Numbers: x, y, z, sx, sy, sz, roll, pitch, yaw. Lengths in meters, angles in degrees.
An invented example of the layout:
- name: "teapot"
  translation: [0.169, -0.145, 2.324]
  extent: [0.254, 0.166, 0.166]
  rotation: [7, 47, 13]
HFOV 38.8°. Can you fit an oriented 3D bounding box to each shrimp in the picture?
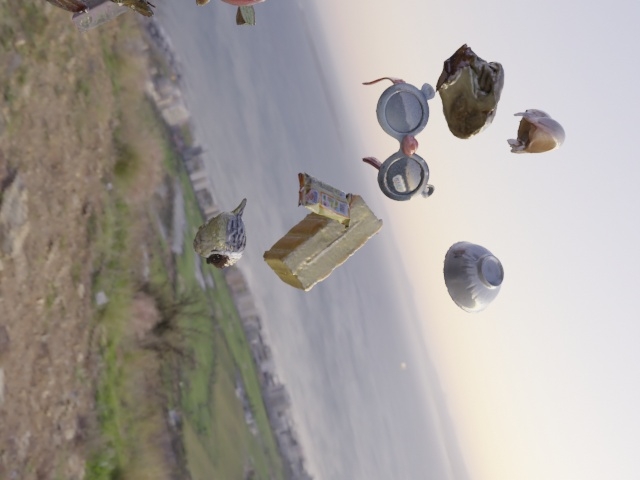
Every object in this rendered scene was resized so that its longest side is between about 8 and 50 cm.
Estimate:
- name: "shrimp"
  translation: [-0.424, -0.463, 1.720]
  extent: [0.143, 0.251, 0.052]
  rotation: [-49, 151, -32]

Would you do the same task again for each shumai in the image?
- name: "shumai"
  translation: [0.312, -0.327, 1.988]
  extent: [0.201, 0.120, 0.201]
  rotation: [-51, -151, 42]

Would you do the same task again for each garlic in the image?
- name: "garlic"
  translation: [0.506, -0.262, 2.138]
  extent: [0.174, 0.124, 0.099]
  rotation: [-87, 177, -61]

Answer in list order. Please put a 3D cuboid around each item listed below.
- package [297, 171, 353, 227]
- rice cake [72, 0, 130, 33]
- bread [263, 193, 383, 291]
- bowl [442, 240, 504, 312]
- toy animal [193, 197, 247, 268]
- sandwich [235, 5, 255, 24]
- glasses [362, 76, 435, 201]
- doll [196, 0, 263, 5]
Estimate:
- name: "package"
  translation: [0.010, -0.080, 1.779]
  extent: [0.121, 0.031, 0.108]
  rotation: [23, 35, -19]
- name: "rice cake"
  translation: [-0.393, -0.535, 1.912]
  extent: [0.050, 0.298, 0.106]
  rotation: [49, 35, -39]
- name: "bread"
  translation: [0.000, 0.000, 2.047]
  extent: [0.111, 0.239, 0.246]
  rotation: [52, -12, -10]
- name: "bowl"
  translation: [0.402, 0.083, 2.281]
  extent: [0.189, 0.086, 0.189]
  rotation: [12, 69, -35]
- name: "toy animal"
  translation: [-0.168, -0.009, 1.686]
  extent: [0.098, 0.137, 0.098]
  rotation: [45, -18, 19]
- name: "sandwich"
  translation: [-0.147, -0.443, 1.788]
  extent: [0.083, 0.031, 0.044]
  rotation: [-152, -123, -69]
- name: "glasses"
  translation: [0.153, -0.221, 1.827]
  extent: [0.268, 0.118, 0.234]
  rotation: [-103, -171, -69]
- name: "doll"
  translation: [-0.125, -0.434, 1.281]
  extent: [0.256, 0.196, 0.152]
  rotation: [54, 34, -60]
